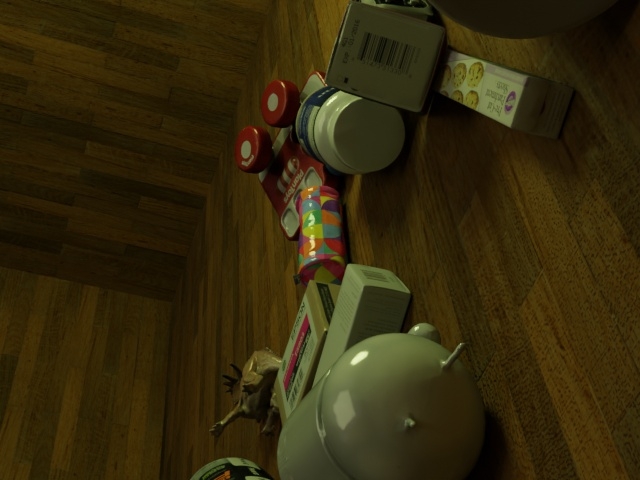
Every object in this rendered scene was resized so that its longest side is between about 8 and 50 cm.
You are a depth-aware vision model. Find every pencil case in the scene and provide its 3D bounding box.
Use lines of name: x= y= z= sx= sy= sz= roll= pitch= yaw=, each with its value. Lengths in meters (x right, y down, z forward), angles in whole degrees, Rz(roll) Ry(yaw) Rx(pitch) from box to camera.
pencil case: x=0.000 y=0.000 z=1.926 sx=0.236 sy=0.104 sz=0.104 roll=-90 pitch=20 yaw=-47

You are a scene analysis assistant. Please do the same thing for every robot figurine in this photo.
robot figurine: x=0.070 y=0.240 z=1.223 sx=0.353 sy=0.199 sz=0.300 roll=-56 pitch=9 yaw=53

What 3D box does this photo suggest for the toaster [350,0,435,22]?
toaster: x=0.109 y=-0.355 z=1.747 sx=0.168 sy=0.110 sz=0.186 roll=-101 pitch=24 yaw=-53

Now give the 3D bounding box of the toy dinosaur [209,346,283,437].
toy dinosaur: x=-0.132 y=0.299 z=2.129 sx=0.200 sy=0.127 sz=0.296 roll=-84 pitch=20 yaw=-52

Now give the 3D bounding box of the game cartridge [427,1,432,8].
game cartridge: x=0.177 y=-0.404 z=1.772 sx=0.083 sy=0.017 sz=0.056 roll=154 pitch=124 yaw=-72

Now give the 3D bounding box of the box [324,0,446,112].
box: x=0.105 y=-0.269 z=1.520 sx=0.232 sy=0.148 sz=0.127 roll=-40 pitch=-33 yaw=-80

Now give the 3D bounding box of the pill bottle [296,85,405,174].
pill bottle: x=0.053 y=-0.196 z=1.783 sx=0.264 sy=0.153 sz=0.153 roll=-141 pitch=65 yaw=-74

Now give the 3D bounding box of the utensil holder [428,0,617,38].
utensil holder: x=0.188 y=-0.432 z=1.147 sx=0.385 sy=0.327 sz=0.328 roll=-106 pitch=32 yaw=-58

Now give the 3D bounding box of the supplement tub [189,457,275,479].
supplement tub: x=-0.138 y=0.507 z=1.799 sx=0.316 sy=0.193 sz=0.194 roll=172 pitch=110 yaw=-74

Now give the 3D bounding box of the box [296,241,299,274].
box: x=-0.018 y=-0.047 z=2.184 sx=0.201 sy=0.021 sz=0.164 roll=-93 pitch=21 yaw=-49

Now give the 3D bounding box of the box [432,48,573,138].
box: x=0.225 y=-0.195 z=1.299 sx=0.324 sy=0.063 sz=0.067 roll=-121 pitch=44 yaw=-70

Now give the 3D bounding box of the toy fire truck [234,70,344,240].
toy fire truck: x=-0.028 y=-0.181 z=2.092 sx=0.302 sy=0.169 sz=0.254 roll=-56 pitch=48 yaw=31

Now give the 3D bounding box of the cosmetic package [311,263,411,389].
cosmetic package: x=0.060 y=0.165 z=1.573 sx=0.117 sy=0.085 sz=0.231 roll=-123 pitch=46 yaw=-71

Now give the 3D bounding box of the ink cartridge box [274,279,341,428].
ink cartridge box: x=-0.002 y=0.215 z=1.754 sx=0.193 sy=0.088 sz=0.235 roll=-112 pitch=37 yaw=-65
